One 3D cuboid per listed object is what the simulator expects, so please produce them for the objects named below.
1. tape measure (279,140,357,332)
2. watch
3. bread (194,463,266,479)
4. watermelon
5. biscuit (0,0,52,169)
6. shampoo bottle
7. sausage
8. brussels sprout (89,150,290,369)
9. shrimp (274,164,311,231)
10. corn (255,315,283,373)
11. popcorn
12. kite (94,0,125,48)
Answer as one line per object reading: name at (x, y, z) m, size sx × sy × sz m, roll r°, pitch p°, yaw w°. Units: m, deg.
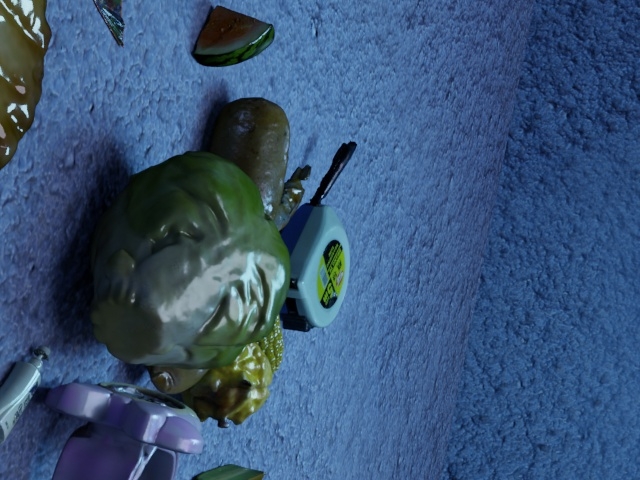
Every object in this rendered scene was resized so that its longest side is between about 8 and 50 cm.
tape measure at (0.000, 0.000, 2.426) m, size 0.215 × 0.098 × 0.351 m, roll 73°, pitch 34°, yaw -46°
watch at (-0.260, 0.305, 1.720) m, size 0.248 × 0.211 × 0.217 m, roll 23°, pitch 84°, yaw -78°
bread at (-0.148, 0.395, 2.202) m, size 0.139 × 0.074 × 0.084 m, roll -52°, pitch 147°, yaw -52°
watermelon at (-0.141, -0.312, 2.002) m, size 0.094 × 0.125 × 0.135 m, roll 63°, pitch -4°, yaw -7°
biscuit at (-0.382, -0.201, 1.301) m, size 0.326 × 0.107 × 0.325 m, roll 10°, pitch 90°, yaw -73°
shampoo bottle at (-0.365, 0.179, 1.590) m, size 0.141 × 0.034 × 0.049 m, roll -65°, pitch 148°, yaw -43°
sausage at (-0.147, 0.005, 1.989) m, size 0.136 × 0.123 × 0.500 m, roll 46°, pitch 54°, yaw -52°
brussels sprout at (-0.173, 0.042, 1.759) m, size 0.273 × 0.243 × 0.316 m, roll 61°, pitch 42°, yaw -50°
shrimp at (-0.070, -0.087, 2.272) m, size 0.187 × 0.052 × 0.132 m, roll -52°, pitch 145°, yaw -50°
corn at (-0.113, 0.122, 2.163) m, size 0.293 × 0.106 × 0.106 m, roll 77°, pitch 28°, yaw -45°
popcorn at (-0.149, 0.212, 2.037) m, size 0.152 × 0.148 × 0.167 m, roll -107°, pitch 172°, yaw -53°
kite at (-0.265, -0.341, 1.707) m, size 0.159 × 0.010 × 0.190 m, roll -31°, pitch 127°, yaw -66°
